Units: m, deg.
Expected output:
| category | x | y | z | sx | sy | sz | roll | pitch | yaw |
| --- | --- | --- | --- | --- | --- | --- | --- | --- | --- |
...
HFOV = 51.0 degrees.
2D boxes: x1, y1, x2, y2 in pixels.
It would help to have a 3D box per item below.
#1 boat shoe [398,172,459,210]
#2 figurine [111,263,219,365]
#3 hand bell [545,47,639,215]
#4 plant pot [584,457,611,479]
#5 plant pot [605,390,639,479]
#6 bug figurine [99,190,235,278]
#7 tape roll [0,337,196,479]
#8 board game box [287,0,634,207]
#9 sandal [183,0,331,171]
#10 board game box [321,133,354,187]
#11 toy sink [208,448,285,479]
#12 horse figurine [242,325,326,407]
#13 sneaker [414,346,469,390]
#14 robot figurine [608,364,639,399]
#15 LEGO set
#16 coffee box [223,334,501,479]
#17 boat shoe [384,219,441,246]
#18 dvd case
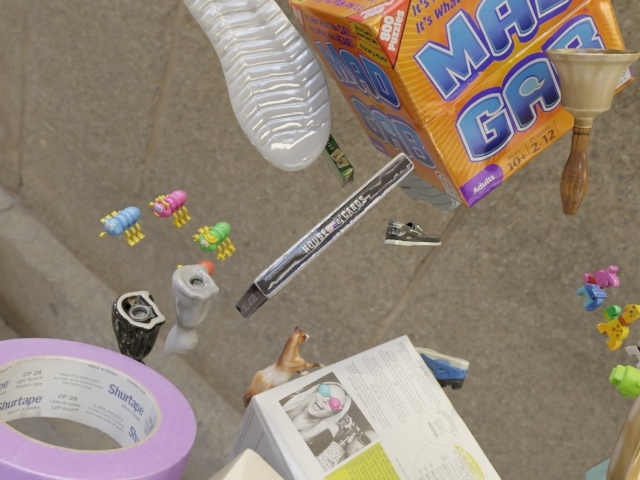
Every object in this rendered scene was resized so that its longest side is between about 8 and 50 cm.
| category | x | y | z | sx | sy | sz | roll | pitch | yaw |
| --- | --- | --- | --- | --- | --- | --- | --- | --- | --- |
| boat shoe | 0.228 | -0.134 | 1.355 | 0.109 | 0.094 | 0.302 | 47 | 178 | -14 |
| figurine | -0.291 | 0.167 | 1.233 | 0.092 | 0.215 | 0.209 | 38 | 129 | 20 |
| hand bell | 0.380 | -0.153 | 0.980 | 0.126 | 0.126 | 0.241 | 14 | 113 | 33 |
| plant pot | 0.778 | 0.642 | 1.596 | 0.247 | 0.248 | 0.252 | 62 | 177 | -20 |
| plant pot | 0.454 | 0.264 | 0.935 | 0.032 | 0.236 | 0.236 | 25 | 130 | 37 |
| bug figurine | -0.300 | -0.009 | 1.378 | 0.279 | 0.216 | 0.072 | 35 | 134 | 5 |
| tape roll | -0.283 | 0.214 | 0.747 | 0.275 | 0.275 | 0.090 | 26 | 104 | 25 |
| board game box | 0.228 | -0.345 | 1.149 | 0.356 | 0.357 | 0.356 | 54 | 176 | -32 |
| sandal | -0.105 | -0.318 | 1.174 | 0.416 | 0.170 | 0.102 | 65 | 174 | -1 |
| board game box | -0.014 | -0.225 | 1.297 | 0.259 | 0.030 | 0.136 | 58 | 177 | 5 |
| toy sink | -0.040 | 0.320 | 0.570 | 0.234 | 0.131 | 0.153 | 43 | 129 | 2 |
| horse figurine | -0.104 | 0.347 | 1.700 | 0.066 | 0.263 | 0.174 | 53 | -177 | 39 |
| sneaker | 0.276 | 0.313 | 1.618 | 0.152 | 0.058 | 0.084 | 13 | 92 | 26 |
| robot figurine | 0.749 | 0.341 | 1.590 | 0.115 | 0.067 | 0.101 | 26 | 153 | 12 |
| LEGO set | 0.589 | 0.138 | 1.312 | 0.093 | 0.087 | 0.227 | -49 | 50 | 38 |
| coffee box | 0.064 | 0.436 | 1.215 | 0.338 | 0.335 | 0.337 | 57 | 147 | 26 |
| boat shoe | 0.287 | -0.017 | 2.034 | 0.084 | 0.233 | 0.079 | -6 | 81 | 47 |
| dvd case | 0.000 | 0.000 | 0.830 | 0.029 | 0.239 | 0.179 | 49 | 160 | 2 |
